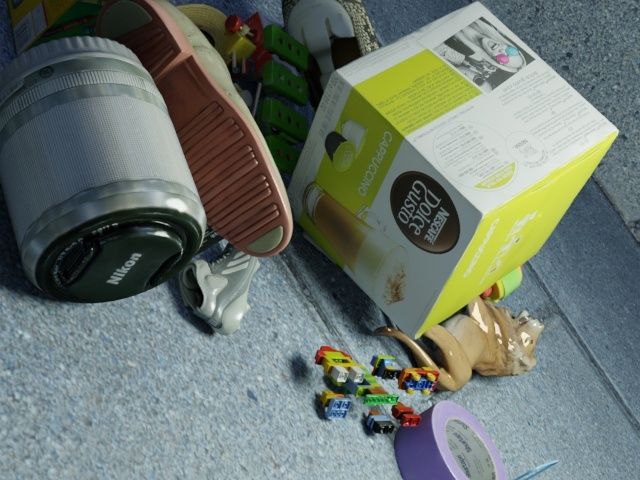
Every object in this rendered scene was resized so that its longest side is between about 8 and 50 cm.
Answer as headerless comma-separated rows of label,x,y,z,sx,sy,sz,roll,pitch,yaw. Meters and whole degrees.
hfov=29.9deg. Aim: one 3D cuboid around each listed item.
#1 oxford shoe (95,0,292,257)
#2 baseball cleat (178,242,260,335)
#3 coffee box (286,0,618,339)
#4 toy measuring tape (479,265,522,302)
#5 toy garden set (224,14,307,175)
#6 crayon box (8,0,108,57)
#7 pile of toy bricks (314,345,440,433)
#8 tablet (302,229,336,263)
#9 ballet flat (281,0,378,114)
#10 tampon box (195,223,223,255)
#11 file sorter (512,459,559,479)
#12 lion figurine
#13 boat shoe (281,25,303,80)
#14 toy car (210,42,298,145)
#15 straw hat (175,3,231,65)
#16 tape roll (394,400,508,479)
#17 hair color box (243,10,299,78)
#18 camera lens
oxford shoe,-0.140,-0.165,1.614,0.397,0.140,0.146,61,27,-3
baseball cleat,-0.141,0.041,1.690,0.109,0.072,0.206,37,27,-24
coffee box,0.201,-0.113,1.938,0.338,0.338,0.334,-30,67,-34
toy measuring tape,0.337,0.021,2.349,0.330,0.121,0.121,76,1,-49
toy garden set,-0.098,-0.243,1.993,0.204,0.049,0.244,25,60,-53
crayon box,-0.373,-0.392,1.728,0.081,0.165,0.278,24,38,-46
pile of toy bricks,0.066,0.215,1.814,0.212,0.118,0.105,8,21,-36
tablet,0.000,0.000,2.053,0.083,0.006,0.054,41,29,-24
ballet flat,0.034,-0.295,2.190,0.182,0.164,0.483,-26,99,-72
tampon box,-0.203,-0.074,1.675,0.161,0.101,0.120,37,39,-31
file sorter,0.381,0.466,2.002,0.118,0.104,0.170,4,55,-57
lion figurine,0.245,0.184,2.126,0.392,0.142,0.240,-28,90,-50
boat shoe,-0.023,-0.341,2.377,0.076,0.083,0.226,7,39,-42
toy car,-0.107,-0.254,2.137,0.239,0.053,0.225,9,50,-55
straw hat,-0.214,-0.327,2.024,0.144,0.144,0.061,60,-14,12
tape roll,0.207,0.352,1.879,0.189,0.080,0.189,39,30,-27
hair color box,-0.089,-0.338,2.156,0.072,0.043,0.141,26,36,-44
camera lens,-0.272,-0.079,1.443,0.219,0.219,0.274,17,44,-52
